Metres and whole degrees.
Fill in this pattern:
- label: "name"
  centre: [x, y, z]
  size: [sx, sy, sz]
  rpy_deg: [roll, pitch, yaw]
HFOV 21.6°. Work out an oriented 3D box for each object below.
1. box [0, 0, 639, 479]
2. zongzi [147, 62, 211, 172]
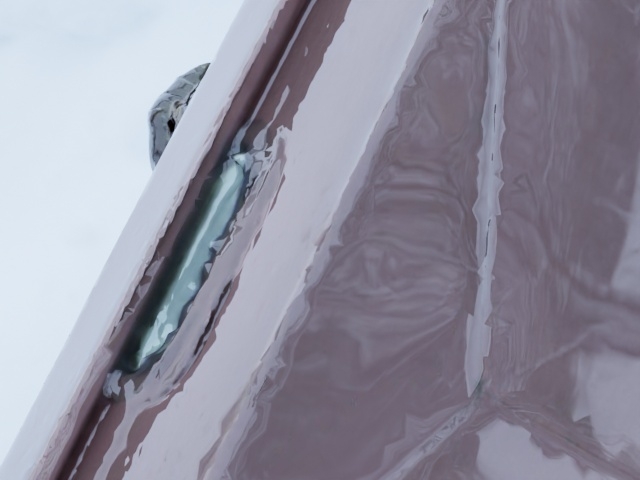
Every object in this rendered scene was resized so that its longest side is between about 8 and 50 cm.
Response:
- label: "box"
  centre: [0.052, 0.049, 0.398]
  size: [0.086, 0.215, 0.215]
  rpy_deg: [9, 70, 60]
- label: "zongzi"
  centre: [0.000, 0.000, 1.506]
  size: [0.318, 0.289, 0.154]
  rpy_deg: [18, 52, 33]
